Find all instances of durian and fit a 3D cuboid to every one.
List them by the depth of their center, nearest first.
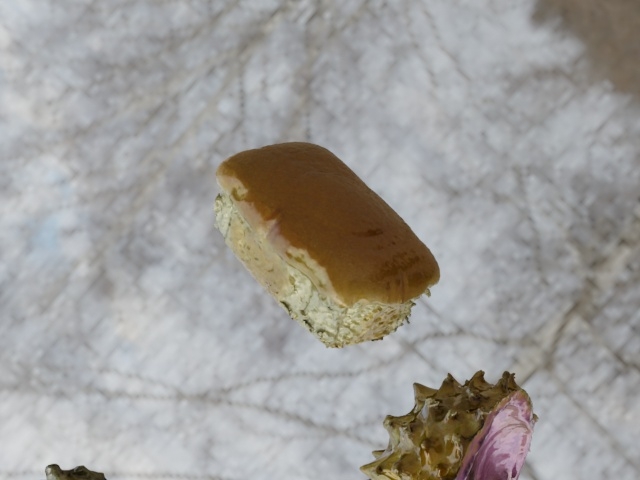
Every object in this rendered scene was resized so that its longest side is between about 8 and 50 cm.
[{"bbox_3d":[0.112,0.198,1.467,0.112,0.191,0.341,15,180,21],"label":"durian"}]

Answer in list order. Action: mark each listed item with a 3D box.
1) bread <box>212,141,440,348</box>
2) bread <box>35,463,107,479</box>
[{"bbox_3d":[0.000,0.000,1.719,0.174,0.121,0.245,-4,-135,-47],"label":"bread"},{"bbox_3d":[-0.187,0.247,1.054,0.204,0.262,0.162,25,-132,-52],"label":"bread"}]
